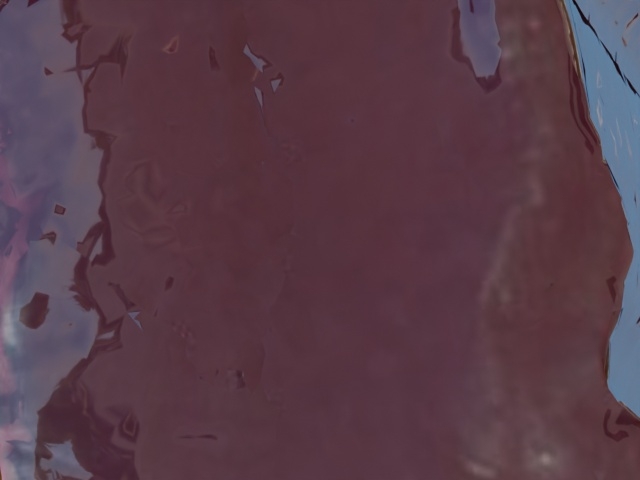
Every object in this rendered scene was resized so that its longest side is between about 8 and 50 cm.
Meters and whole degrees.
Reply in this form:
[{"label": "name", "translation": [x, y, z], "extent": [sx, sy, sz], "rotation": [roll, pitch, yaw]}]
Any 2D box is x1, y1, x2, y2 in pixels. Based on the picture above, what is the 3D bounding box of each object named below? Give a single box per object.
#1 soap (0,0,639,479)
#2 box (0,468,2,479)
[{"label": "soap", "translation": [0.049, 0.018, 0.518], "extent": [0.359, 0.128, 0.233], "rotation": [29, -128, -68]}, {"label": "box", "translation": [-0.239, 0.090, 0.822], "extent": [0.214, 0.260, 0.283], "rotation": [25, -125, -50]}]
